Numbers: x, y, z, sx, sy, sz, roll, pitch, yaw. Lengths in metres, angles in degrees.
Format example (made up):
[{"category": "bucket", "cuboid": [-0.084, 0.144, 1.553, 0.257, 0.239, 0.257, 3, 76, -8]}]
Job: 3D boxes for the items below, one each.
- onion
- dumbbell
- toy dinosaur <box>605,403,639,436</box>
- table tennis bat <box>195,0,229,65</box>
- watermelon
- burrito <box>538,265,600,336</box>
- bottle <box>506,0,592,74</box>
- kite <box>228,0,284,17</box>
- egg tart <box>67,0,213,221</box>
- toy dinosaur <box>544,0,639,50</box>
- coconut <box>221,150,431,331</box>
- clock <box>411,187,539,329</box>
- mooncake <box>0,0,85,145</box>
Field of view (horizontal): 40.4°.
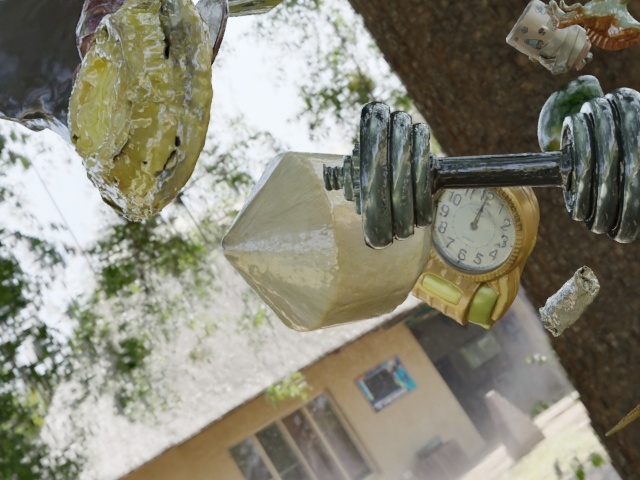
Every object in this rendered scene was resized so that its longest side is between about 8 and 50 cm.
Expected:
[{"category": "onion", "cuboid": [-0.289, -0.287, 1.299, 0.218, 0.140, 0.195, -18, -32, 35]}, {"category": "dumbbell", "cuboid": [0.205, -0.080, 1.003, 0.406, 0.179, 0.179, -2, -13, 7]}, {"category": "toy dinosaur", "cuboid": [0.475, 0.206, 1.209, 0.162, 0.126, 0.039, -3, 7, -6]}, {"category": "table tennis bat", "cuboid": [-0.184, -0.189, 1.061, 0.021, 0.154, 0.274, 21, -48, -29]}, {"category": "watermelon", "cuboid": [0.481, -0.206, 1.663, 0.127, 0.204, 0.232, -6, -2, 6]}, {"category": "burrito", "cuboid": [0.531, 0.125, 1.854, 0.059, 0.082, 0.275, -22, -22, -13]}, {"category": "bottle", "cuboid": [0.416, -0.354, 1.553, 0.099, 0.152, 0.099, -55, -2, -3]}, {"category": "kite", "cuboid": [-0.200, -0.577, 2.132, 0.327, 0.013, 0.377, -22, 27, -28]}, {"category": "egg tart", "cuboid": [-0.216, -0.156, 0.978, 0.095, 0.279, 0.279, 6, -38, -38]}, {"category": "toy dinosaur", "cuboid": [0.463, -0.330, 1.360, 0.057, 0.212, 0.142, -54, 5, -30]}, {"category": "coconut", "cuboid": [0.000, 0.000, 1.340, 0.328, 0.329, 0.329, -31, -15, -9]}, {"category": "clock", "cuboid": [0.310, -0.005, 1.754, 0.200, 0.244, 0.317, -33, -35, -52]}, {"category": "mooncake", "cuboid": [-0.419, -0.314, 1.554, 0.351, 0.381, 0.212, -59, -26, 7]}]
